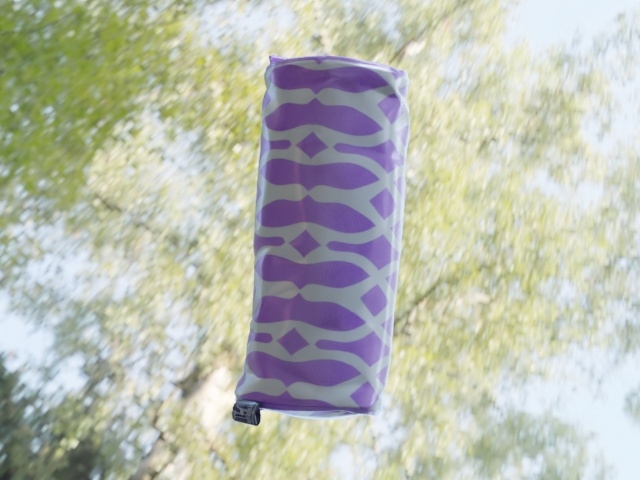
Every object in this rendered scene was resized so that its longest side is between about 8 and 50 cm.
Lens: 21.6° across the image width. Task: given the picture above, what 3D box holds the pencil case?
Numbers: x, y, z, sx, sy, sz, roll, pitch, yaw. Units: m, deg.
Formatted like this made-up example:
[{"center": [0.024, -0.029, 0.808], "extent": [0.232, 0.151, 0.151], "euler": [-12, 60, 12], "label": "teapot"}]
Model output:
[{"center": [0.000, 0.000, 0.914], "extent": [0.086, 0.088, 0.206], "euler": [10, -95, -36], "label": "pencil case"}]
